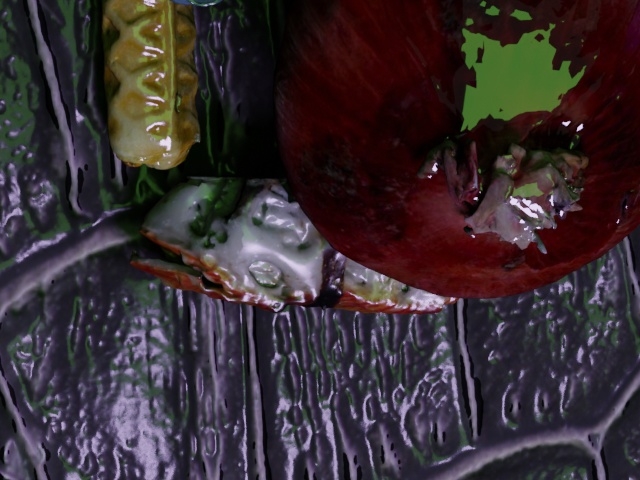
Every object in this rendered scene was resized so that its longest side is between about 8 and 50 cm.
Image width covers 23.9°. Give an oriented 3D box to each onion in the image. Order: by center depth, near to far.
[{"bbox_3d":[0.127,-0.091,1.169,0.347,0.285,0.347,-2,121,-3],"label":"onion"}]

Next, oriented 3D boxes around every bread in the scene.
[{"bbox_3d":[-0.150,-0.243,1.303,0.084,0.077,0.367,-3,100,-14],"label":"bread"}]

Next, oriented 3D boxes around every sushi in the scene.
[{"bbox_3d":[0.000,0.000,1.360,0.332,0.124,0.130,7,96,-21],"label":"sushi"}]

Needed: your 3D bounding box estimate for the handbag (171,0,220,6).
[{"bbox_3d":[-0.133,-0.318,1.227,0.229,0.062,0.179,38,82,-18],"label":"handbag"}]
